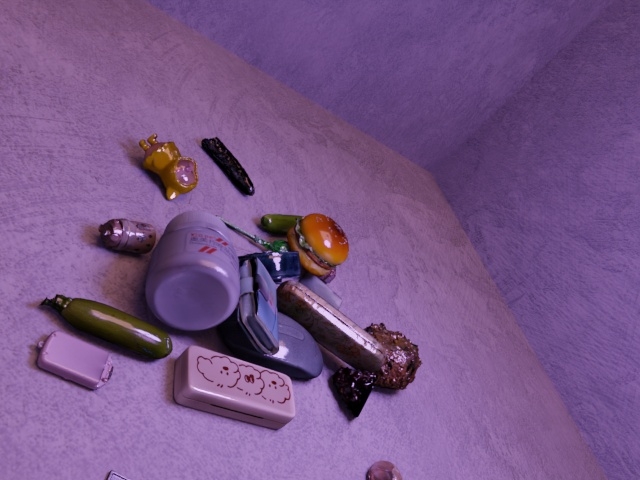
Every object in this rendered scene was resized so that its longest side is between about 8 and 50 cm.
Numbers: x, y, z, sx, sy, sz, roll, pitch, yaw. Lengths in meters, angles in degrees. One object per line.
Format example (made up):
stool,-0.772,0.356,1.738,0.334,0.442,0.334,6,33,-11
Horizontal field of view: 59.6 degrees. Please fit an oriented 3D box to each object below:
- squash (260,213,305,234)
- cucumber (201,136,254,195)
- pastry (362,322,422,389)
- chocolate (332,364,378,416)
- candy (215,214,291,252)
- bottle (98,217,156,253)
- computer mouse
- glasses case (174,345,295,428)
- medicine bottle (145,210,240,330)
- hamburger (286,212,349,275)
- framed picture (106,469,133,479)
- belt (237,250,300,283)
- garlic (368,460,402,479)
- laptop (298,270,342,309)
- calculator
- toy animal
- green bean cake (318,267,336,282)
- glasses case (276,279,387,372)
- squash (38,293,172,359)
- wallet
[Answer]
squash,-0.134,-0.064,2.230,0.293,0.082,0.082,2,50,-51
cucumber,-0.359,-0.297,2.249,0.303,0.072,0.081,49,25,6
pastry,0.247,0.405,1.993,0.275,0.193,0.274,31,31,-22
chocolate,0.096,0.469,1.797,0.133,0.156,0.156,27,25,11
candy,-0.239,-0.008,2.035,0.324,0.097,0.097,29,31,-14
bottle,-0.552,-0.016,1.574,0.152,0.099,0.098,12,42,-49
computer mouse,-0.129,0.304,1.698,0.374,0.114,0.203,27,33,-31
glasses case,-0.222,0.394,1.487,0.337,0.076,0.144,26,33,-32
medicine bottle,-0.351,0.075,1.565,0.245,0.245,0.306,31,22,-26
hamburger,0.001,0.001,2.068,0.246,0.170,0.246,44,23,-23
framed picture,-0.397,0.545,1.112,0.109,0.011,0.149,36,29,-17
belt,-0.167,0.091,1.842,0.268,0.207,0.116,0,84,-60
garlic,0.208,0.725,1.623,0.174,0.099,0.124,61,12,20
laptop,-0.017,0.224,2.068,0.188,0.015,0.269,43,27,-4
calculator,-0.550,0.268,1.256,0.175,0.032,0.100,32,29,-23
toy animal,-0.522,-0.256,1.913,0.229,0.156,0.156,54,27,-6
green bean cake,0.001,0.092,2.218,0.135,0.056,0.135,38,21,-18
glasses case,0.027,0.283,1.816,0.425,0.156,0.098,38,51,-4
squash,-0.504,0.205,1.352,0.332,0.087,0.087,31,31,-24
wallet,-0.172,0.181,1.599,0.250,0.075,0.176,-98,165,-51
